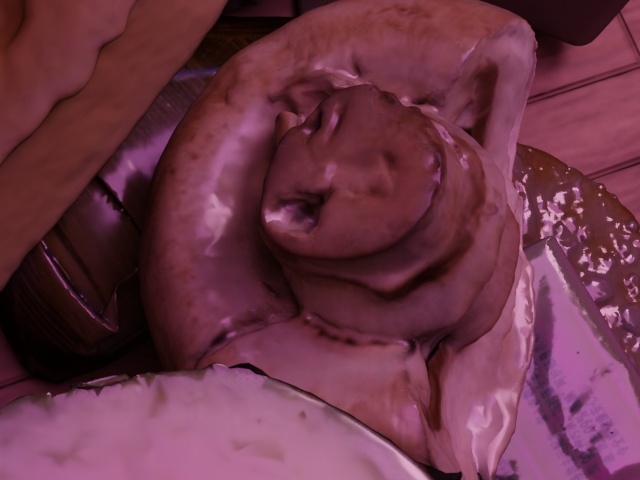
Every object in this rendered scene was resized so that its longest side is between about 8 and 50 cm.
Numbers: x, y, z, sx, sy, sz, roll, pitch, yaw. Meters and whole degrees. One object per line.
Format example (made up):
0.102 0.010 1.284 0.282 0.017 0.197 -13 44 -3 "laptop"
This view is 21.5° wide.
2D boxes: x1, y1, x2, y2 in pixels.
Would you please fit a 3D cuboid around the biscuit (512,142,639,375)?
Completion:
0.164 0.040 1.064 0.141 0.038 0.290 -28 84 -22 "biscuit"

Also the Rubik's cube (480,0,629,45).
0.109 -0.383 1.010 0.347 0.344 0.347 19 63 -9 "Rubik's cube"

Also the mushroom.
0.000 0.000 0.803 0.189 0.195 0.253 -1 74 18 "mushroom"

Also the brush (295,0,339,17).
0.004 -0.086 1.064 0.085 0.020 0.336 6 70 -17 "brush"

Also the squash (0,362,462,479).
-0.096 0.215 0.739 0.263 0.384 0.263 5 70 -14 "squash"

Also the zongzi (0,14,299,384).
-0.112 -0.107 0.973 0.286 0.138 0.300 -32 76 -18 "zongzi"

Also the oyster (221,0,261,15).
-0.056 -0.196 0.950 0.198 0.268 0.112 25 66 -19 "oyster"

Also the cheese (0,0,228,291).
-0.209 -0.111 0.857 0.384 0.104 0.384 -4 80 23 "cheese"

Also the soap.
0.093 0.130 0.941 0.182 0.138 0.199 -29 83 -8 "soap"
